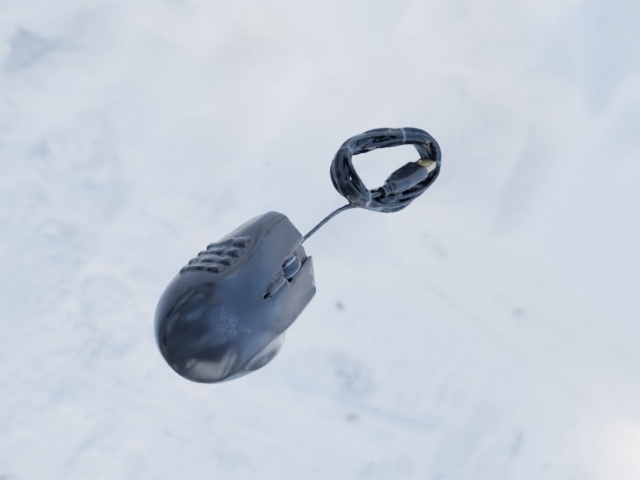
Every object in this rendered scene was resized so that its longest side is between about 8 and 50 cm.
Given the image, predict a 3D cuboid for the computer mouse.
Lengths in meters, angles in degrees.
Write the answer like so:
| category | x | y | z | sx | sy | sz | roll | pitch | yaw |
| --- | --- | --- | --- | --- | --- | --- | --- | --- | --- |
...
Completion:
| category | x | y | z | sx | sy | sz | roll | pitch | yaw |
| --- | --- | --- | --- | --- | --- | --- | --- | --- | --- |
| computer mouse | 0.000 | 0.000 | 0.794 | 0.242 | 0.041 | 0.071 | -41 | 109 | -38 |
